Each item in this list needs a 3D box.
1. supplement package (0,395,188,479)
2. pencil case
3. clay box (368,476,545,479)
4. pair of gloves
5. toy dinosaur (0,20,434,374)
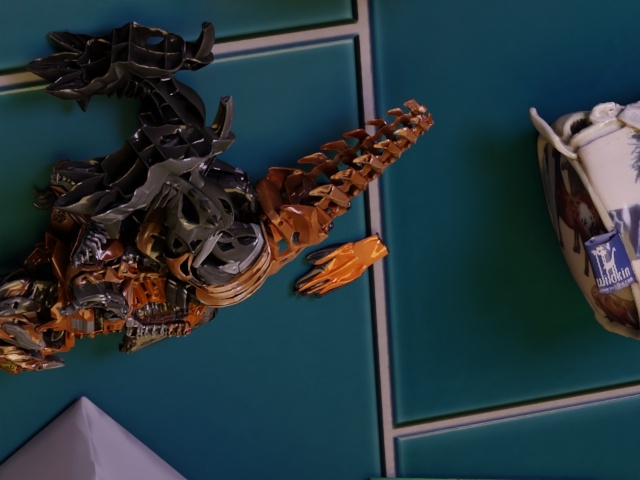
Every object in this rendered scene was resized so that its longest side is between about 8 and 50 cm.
[{"bbox_3d":[-0.178,0.261,1.357,0.203,0.194,0.149,-40,122,11],"label":"supplement package"},{"bbox_3d":[0.350,-0.081,1.310,0.410,0.160,0.183,-24,136,1],"label":"pencil case"},{"bbox_3d":[0.136,0.249,1.509,0.222,0.053,0.127,3,120,-16],"label":"clay box"},{"bbox_3d":[0.000,0.000,1.359,0.074,0.010,0.083,-31,119,6],"label":"pair of gloves"},{"bbox_3d":[-0.094,-0.025,1.271,0.322,0.164,0.218,-38,138,-12],"label":"toy dinosaur"}]
